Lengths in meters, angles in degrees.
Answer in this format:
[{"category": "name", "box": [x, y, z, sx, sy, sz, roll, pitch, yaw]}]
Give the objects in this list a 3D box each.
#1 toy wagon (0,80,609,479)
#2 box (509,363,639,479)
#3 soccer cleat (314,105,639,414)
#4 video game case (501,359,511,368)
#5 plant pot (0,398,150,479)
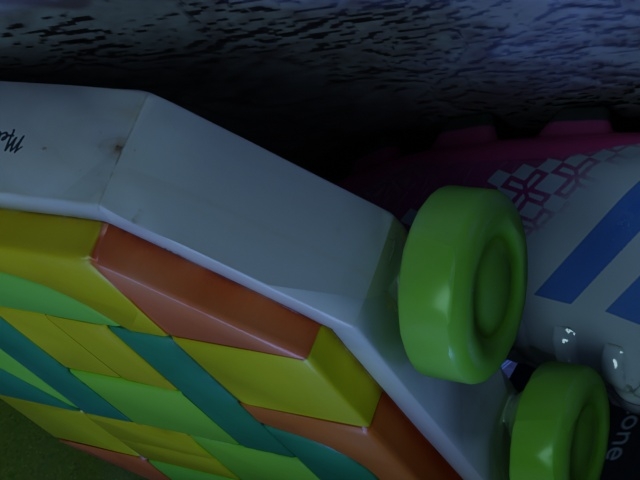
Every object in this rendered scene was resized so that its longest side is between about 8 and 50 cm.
[{"category": "toy wagon", "box": [-0.029, 0.053, 0.520, 0.267, 0.068, 0.344, 7, 153, 30]}, {"category": "box", "box": [0.267, 0.220, 0.516, 0.471, 0.480, 0.297, -12, 124, 51]}, {"category": "soccer cleat", "box": [0.122, 0.021, 0.518, 0.331, 0.143, 0.116, -9, 168, 33]}, {"category": "video game case", "box": [0.081, 0.066, 0.803, 0.190, 0.022, 0.173, -41, 159, 11]}, {"category": "plant pot", "box": [-0.145, 0.230, 0.741, 0.366, 0.353, 0.366, -2, 165, 0]}]
